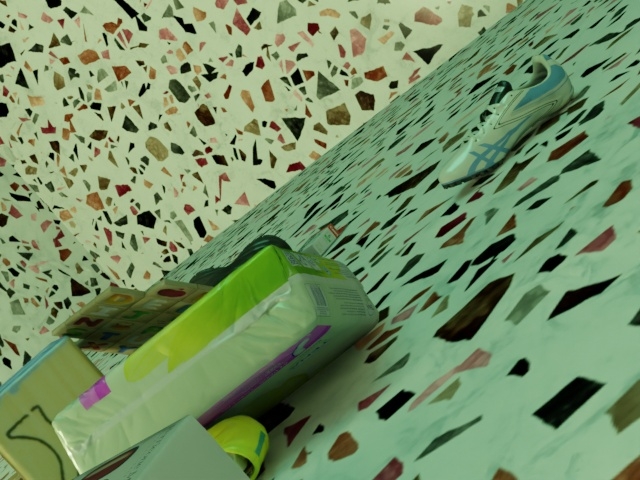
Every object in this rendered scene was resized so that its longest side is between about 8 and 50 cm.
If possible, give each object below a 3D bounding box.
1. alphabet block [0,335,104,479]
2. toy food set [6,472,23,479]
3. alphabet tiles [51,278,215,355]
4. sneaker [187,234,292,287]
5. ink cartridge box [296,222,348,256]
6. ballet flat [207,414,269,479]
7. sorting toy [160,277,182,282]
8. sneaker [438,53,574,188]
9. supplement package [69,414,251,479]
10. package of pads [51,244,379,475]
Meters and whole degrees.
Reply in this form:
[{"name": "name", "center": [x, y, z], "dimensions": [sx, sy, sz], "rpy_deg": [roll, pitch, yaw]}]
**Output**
[{"name": "alphabet block", "center": [-0.417, 0.287, 1.492], "dimensions": [0.192, 0.197, 0.193], "rpy_deg": [-42, 9, -21]}, {"name": "toy food set", "center": [-0.636, 0.504, 1.941], "dimensions": [0.082, 0.020, 0.083], "rpy_deg": [-45, 10, -28]}, {"name": "alphabet tiles", "center": [-0.257, 0.135, 1.533], "dimensions": [0.342, 0.285, 0.011], "rpy_deg": [-32, 55, 46]}, {"name": "sneaker", "center": [-0.178, 0.099, 1.768], "dimensions": [0.286, 0.109, 0.130], "rpy_deg": [-39, 14, 23]}, {"name": "ink cartridge box", "center": [0.000, 0.000, 1.732], "dimensions": [0.063, 0.029, 0.115], "rpy_deg": [-33, 11, 44]}, {"name": "ballet flat", "center": [-0.145, 0.252, 0.905], "dimensions": [0.231, 0.077, 0.077], "rpy_deg": [-37, 22, 8]}, {"name": "sorting toy", "center": [-0.287, 0.156, 2.067], "dimensions": [0.126, 0.127, 0.365], "rpy_deg": [-11, 10, -4]}, {"name": "sneaker", "center": [0.245, -0.162, 1.305], "dimensions": [0.237, 0.086, 0.085], "rpy_deg": [-42, 10, -7]}, {"name": "supplement package", "center": [-0.155, 0.254, 0.703], "dimensions": [0.244, 0.134, 0.139], "rpy_deg": [-34, 11, 38]}, {"name": "package of pads", "center": [-0.095, 0.131, 0.985], "dimensions": [0.296, 0.101, 0.229], "rpy_deg": [-38, -15, 13]}]
